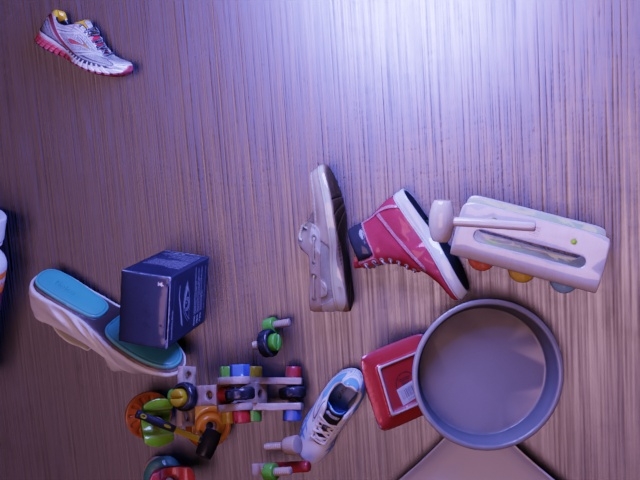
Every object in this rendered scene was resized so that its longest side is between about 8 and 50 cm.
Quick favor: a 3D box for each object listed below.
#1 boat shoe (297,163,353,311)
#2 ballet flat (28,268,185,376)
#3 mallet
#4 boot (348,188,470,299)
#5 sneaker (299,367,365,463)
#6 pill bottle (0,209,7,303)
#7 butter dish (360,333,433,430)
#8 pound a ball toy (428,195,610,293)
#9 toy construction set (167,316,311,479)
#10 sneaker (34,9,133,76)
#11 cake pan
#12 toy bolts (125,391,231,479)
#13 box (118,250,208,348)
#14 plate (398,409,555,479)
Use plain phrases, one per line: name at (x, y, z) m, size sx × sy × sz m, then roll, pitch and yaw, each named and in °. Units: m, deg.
boat shoe at (0.000, 0.000, 1.761) m, size 0.098 × 0.109 × 0.302 m, roll -5°, pitch 104°, yaw 14°
ballet flat at (-0.468, 0.205, 1.919) m, size 0.400 × 0.139 × 0.139 m, roll 29°, pitch 105°, yaw 13°
mallet at (-0.301, 0.406, 1.834) m, size 0.190 × 0.039 × 0.062 m, roll 20°, pitch 76°, yaw -21°
boot at (0.167, 0.045, 1.736) m, size 0.176 × 0.088 × 0.244 m, roll -38°, pitch 80°, yaw 18°
sneaker at (0.015, 0.370, 1.829) m, size 0.085 × 0.086 × 0.237 m, roll 30°, pitch 107°, yaw 7°
pill bottle at (-0.818, 0.116, 1.933) m, size 0.224 × 0.224 × 0.391 m, roll 17°, pitch 104°, yaw 11°
butter dish at (0.145, 0.280, 1.769) m, size 0.160 × 0.118 × 0.159 m, roll -19°, pitch 95°, yaw -25°
pound a ball toy at (0.357, 0.014, 1.614) m, size 0.319 × 0.208 × 0.135 m, roll 15°, pitch 102°, yaw 11°
toy construction set at (-0.172, 0.353, 1.811) m, size 0.237 × 0.257 × 0.308 m, roll -12°, pitch 101°, yaw 28°
sneaker at (-0.489, -0.408, 1.829) m, size 0.225 × 0.088 × 0.092 m, roll 28°, pitch 104°, yaw 8°
cake pan at (0.320, 0.257, 1.705) m, size 0.293 × 0.054 × 0.293 m, roll 0°, pitch 92°, yaw -3°
toy bolts at (-0.322, 0.444, 1.932) m, size 0.218 × 0.158 × 0.228 m, roll 2°, pitch 90°, yaw -26°
box at (-0.320, 0.117, 1.810) m, size 0.108 × 0.207 × 0.153 m, roll 8°, pitch 101°, yaw 13°
plate at (0.325, 0.518, 1.792) m, size 0.278 × 0.045 × 0.277 m, roll 42°, pitch 106°, yaw 5°
